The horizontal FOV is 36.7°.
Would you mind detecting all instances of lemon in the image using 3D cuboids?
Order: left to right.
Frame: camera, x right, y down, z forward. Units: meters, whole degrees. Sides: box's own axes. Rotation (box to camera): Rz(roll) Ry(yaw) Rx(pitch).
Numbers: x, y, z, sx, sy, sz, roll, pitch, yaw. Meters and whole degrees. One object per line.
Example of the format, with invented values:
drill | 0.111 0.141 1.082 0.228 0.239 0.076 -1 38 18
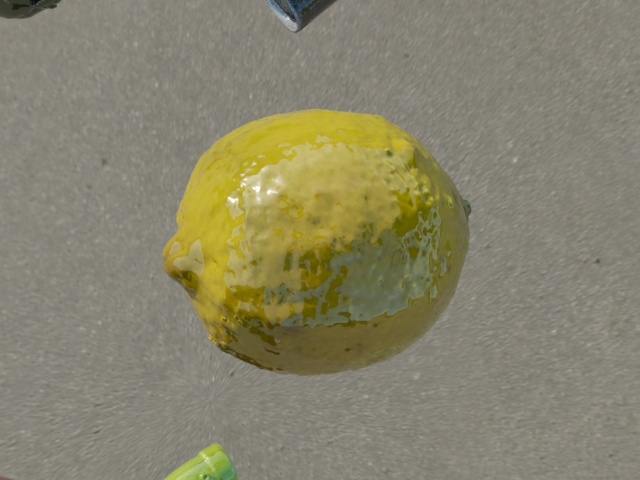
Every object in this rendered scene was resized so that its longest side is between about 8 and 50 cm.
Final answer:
lemon | 0.000 0.000 0.696 0.231 0.192 0.192 -10 82 -16

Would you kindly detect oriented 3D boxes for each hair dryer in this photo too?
hair dryer | 0.010 -0.099 0.343 0.047 0.083 0.026 -41 108 -8

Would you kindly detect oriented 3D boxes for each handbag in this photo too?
handbag | -0.238 -0.211 0.780 0.072 0.111 0.047 45 52 -39

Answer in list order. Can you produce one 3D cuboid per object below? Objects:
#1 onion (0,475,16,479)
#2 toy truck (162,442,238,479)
onion | -0.261 0.303 0.567 0.353 0.353 0.354 1 81 -6
toy truck | -0.176 0.353 1.104 0.187 0.148 0.211 -10 99 -24
